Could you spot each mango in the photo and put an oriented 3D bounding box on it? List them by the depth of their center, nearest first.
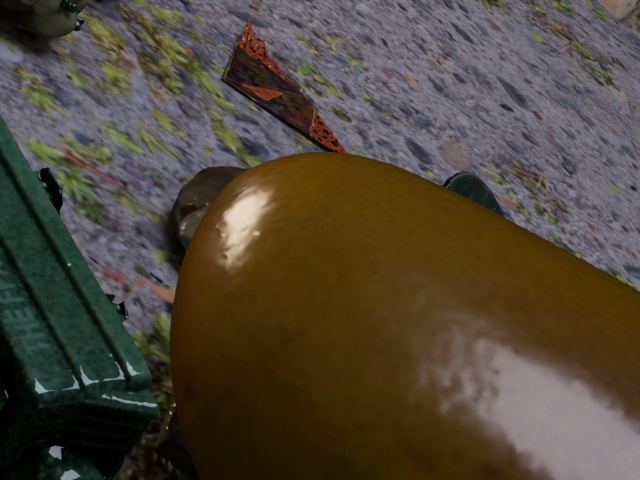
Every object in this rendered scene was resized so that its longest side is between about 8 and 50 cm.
[{"bbox_3d":[0.097,0.125,0.879,0.445,0.232,0.300,46,47,10],"label":"mango"}]

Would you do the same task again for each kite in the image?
[{"bbox_3d":[-0.048,-0.139,1.446,0.125,0.008,0.222,7,40,-53],"label":"kite"}]

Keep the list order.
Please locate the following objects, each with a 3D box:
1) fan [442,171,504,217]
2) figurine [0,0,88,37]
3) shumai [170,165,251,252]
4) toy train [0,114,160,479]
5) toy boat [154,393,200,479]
[{"bbox_3d":[0.100,0.105,1.111,0.223,0.012,0.294,52,45,-48],"label":"fan"},{"bbox_3d":[-0.252,-0.223,1.187,0.197,0.093,0.147,26,3,-14],"label":"figurine"},{"bbox_3d":[0.000,0.000,1.125,0.201,0.120,0.201,33,27,-19],"label":"shumai"},{"bbox_3d":[-0.221,0.008,0.764,0.178,0.138,0.330,-2,49,-46],"label":"toy train"},{"bbox_3d":[-0.063,0.108,0.959,0.063,0.016,0.115,36,22,-10],"label":"toy boat"}]
